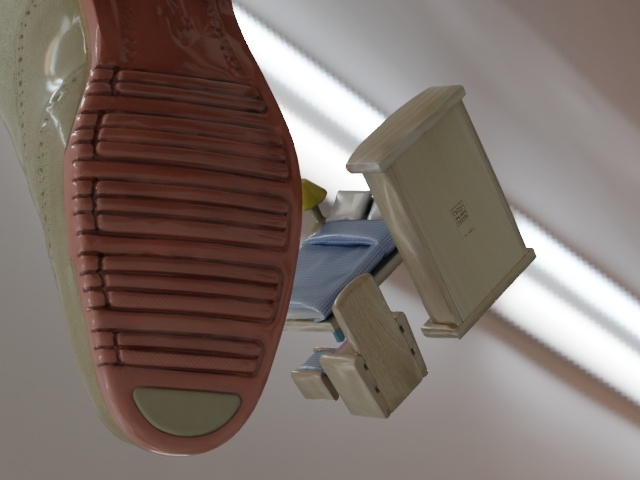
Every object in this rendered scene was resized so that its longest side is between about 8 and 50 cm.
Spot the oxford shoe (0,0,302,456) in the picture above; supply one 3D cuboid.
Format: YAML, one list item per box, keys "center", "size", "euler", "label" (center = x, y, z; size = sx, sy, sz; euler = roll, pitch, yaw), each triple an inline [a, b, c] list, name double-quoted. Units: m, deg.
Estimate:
- center: [-0.110, -0.058, 1.003]
  size: [0.140, 0.146, 0.397]
  euler: [12, -119, -34]
  label: "oxford shoe"

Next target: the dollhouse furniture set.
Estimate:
- center: [0.000, 0.000, 1.723]
  size: [0.286, 0.303, 0.198]
  euler: [-43, -62, -34]
  label: "dollhouse furniture set"
